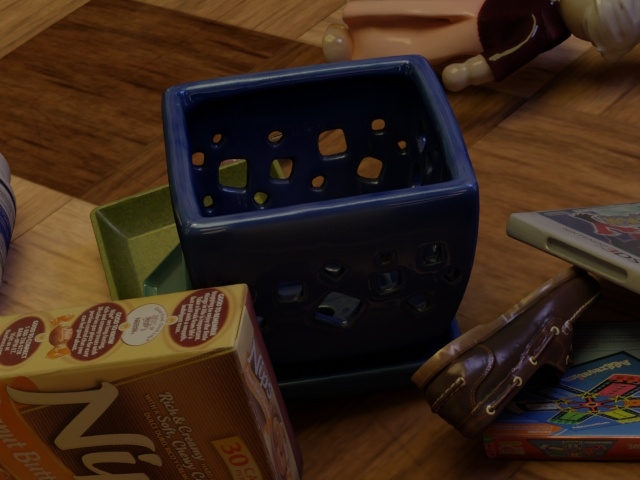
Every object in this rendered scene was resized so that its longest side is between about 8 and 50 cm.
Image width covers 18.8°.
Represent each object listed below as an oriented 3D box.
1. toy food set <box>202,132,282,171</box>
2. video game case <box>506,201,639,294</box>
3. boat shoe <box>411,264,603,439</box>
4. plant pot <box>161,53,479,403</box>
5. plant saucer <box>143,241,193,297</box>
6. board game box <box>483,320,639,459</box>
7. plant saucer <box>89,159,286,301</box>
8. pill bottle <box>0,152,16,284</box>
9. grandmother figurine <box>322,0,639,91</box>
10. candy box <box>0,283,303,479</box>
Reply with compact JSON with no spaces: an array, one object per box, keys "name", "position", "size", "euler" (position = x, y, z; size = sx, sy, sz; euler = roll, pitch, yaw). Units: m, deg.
[{"name":"toy food set","position":[-0.077,-0.080,1.921],"size":[0.122,0.019,0.078],"euler":[-23,6,-22]},{"name":"video game case","position":[0.284,0.007,1.576],"size":[0.201,0.023,0.183],"euler":[-5,21,-39]},{"name":"boat shoe","position":[0.157,0.088,1.502],"size":[0.207,0.073,0.073],"euler":[-32,72,-38]},{"name":"plant pot","position":[0.000,0.000,1.590],"size":[0.236,0.212,0.236],"euler":[-8,34,-5]},{"name":"plant saucer","position":[-0.124,0.091,1.635],"size":[0.067,0.018,0.192],"euler":[-45,35,36]},{"name":"board game box","position":[0.277,0.114,1.494],"size":[0.281,0.027,0.145],"euler":[-2,34,21]},{"name":"plant saucer","position":[-0.109,0.005,1.803],"size":[0.188,0.045,0.188],"euler":[-18,32,-4]},{"name":"pill bottle","position":[-0.353,-0.016,1.874],"size":[0.112,0.112,0.187],"euler":[-11,33,7]},{"name":"grandmother figurine","position":[0.173,-0.216,1.942],"size":[0.342,0.104,0.208],"euler":[-6,42,29]},{"name":"candy box","position":[-0.188,0.147,1.496],"size":[0.316,0.183,0.087],"euler":[-8,34,12]}]
